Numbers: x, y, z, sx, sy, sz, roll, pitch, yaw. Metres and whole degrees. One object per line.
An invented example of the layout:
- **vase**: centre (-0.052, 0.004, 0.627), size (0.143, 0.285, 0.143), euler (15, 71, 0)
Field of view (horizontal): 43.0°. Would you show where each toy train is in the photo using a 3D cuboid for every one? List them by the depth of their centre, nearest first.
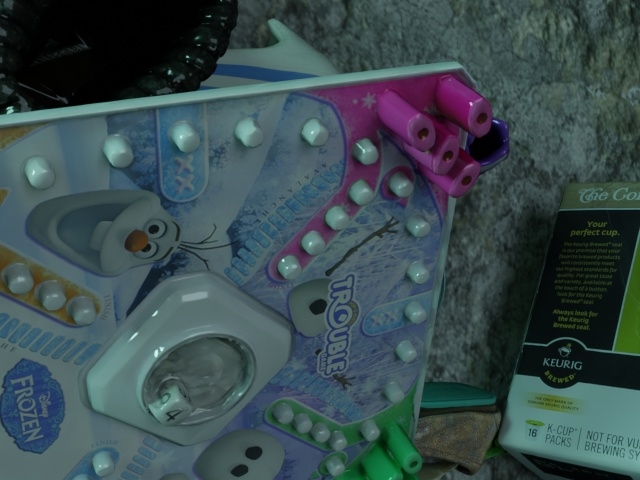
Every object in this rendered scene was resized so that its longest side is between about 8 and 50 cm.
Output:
- **toy train**: centre (0.198, 0.227, 0.902), size (0.083, 0.017, 0.024), euler (-6, 97, -34)

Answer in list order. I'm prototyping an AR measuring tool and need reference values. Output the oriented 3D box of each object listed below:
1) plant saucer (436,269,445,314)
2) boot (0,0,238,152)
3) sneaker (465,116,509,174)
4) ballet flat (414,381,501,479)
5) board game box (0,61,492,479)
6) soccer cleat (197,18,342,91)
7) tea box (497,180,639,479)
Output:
- **plant saucer**: centre (0.079, 0.038, 0.849), size (0.119, 0.021, 0.119), euler (5, 81, -33)
- **boot**: centre (-0.143, -0.182, 0.590), size (0.131, 0.260, 0.348), euler (35, 66, -24)
- **sneaker**: centre (0.102, -0.115, 0.838), size (0.236, 0.104, 0.095), euler (10, 79, -31)
- **ballet flat**: centre (0.046, 0.184, 0.761), size (0.316, 0.107, 0.106), euler (12, 95, -31)
- **board game box**: centre (-0.080, 0.092, 0.541), size (0.389, 0.050, 0.390), euler (-11, 126, -22)
- **soccer cleat**: centre (-0.123, -0.086, 0.696), size (0.331, 0.116, 0.143), euler (-31, 76, -29)
- **tea box**: centre (0.408, 0.122, 0.842), size (0.220, 0.329, 0.324), euler (40, 63, -42)
